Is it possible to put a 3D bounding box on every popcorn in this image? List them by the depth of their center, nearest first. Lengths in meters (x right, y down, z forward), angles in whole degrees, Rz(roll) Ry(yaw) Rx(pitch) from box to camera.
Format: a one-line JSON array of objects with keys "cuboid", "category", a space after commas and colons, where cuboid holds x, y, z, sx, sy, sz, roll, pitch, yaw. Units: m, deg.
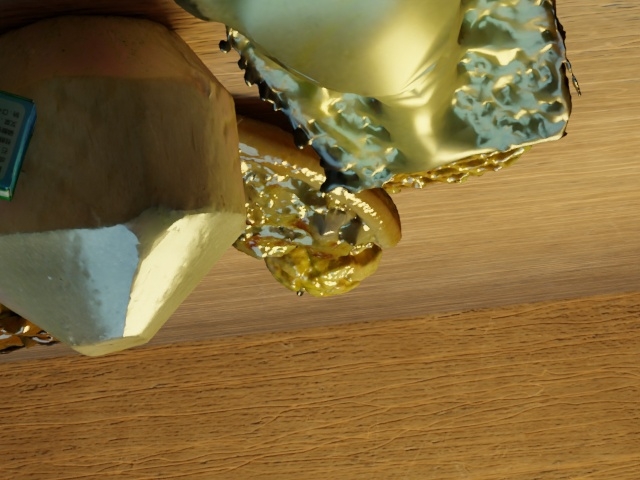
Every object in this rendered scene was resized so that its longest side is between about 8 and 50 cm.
[{"cuboid": [0.000, 0.000, 1.609, 0.152, 0.148, 0.167, -54, 164, 27], "category": "popcorn"}]

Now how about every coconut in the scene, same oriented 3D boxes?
[{"cuboid": [-0.172, -0.036, 0.996, 0.259, 0.259, 0.259, -7, 169, -1], "category": "coconut"}]

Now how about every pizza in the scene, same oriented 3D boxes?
[{"cuboid": [-0.062, -0.042, 1.334, 0.223, 0.089, 0.323, -9, 155, 37], "category": "pizza"}]

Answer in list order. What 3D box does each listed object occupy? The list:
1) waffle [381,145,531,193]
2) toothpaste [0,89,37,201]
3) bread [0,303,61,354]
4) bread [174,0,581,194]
[{"cuboid": [0.100, -0.096, 1.376, 0.249, 0.056, 0.253, -7, 171, -3], "category": "waffle"}, {"cuboid": [-0.325, -0.094, 0.842, 0.266, 0.065, 0.050, 16, 165, -8], "category": "toothpaste"}, {"cuboid": [-0.399, 0.014, 1.245, 0.358, 0.204, 0.336, -12, 172, 41], "category": "bread"}, {"cuboid": [0.046, -0.154, 0.776, 0.204, 0.163, 0.262, -9, 147, 19], "category": "bread"}]
